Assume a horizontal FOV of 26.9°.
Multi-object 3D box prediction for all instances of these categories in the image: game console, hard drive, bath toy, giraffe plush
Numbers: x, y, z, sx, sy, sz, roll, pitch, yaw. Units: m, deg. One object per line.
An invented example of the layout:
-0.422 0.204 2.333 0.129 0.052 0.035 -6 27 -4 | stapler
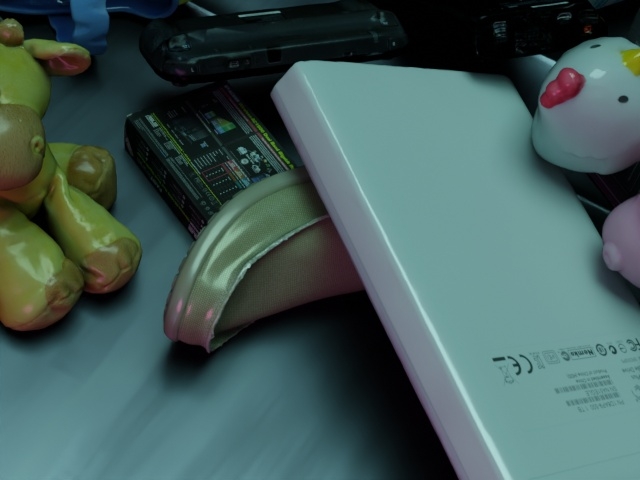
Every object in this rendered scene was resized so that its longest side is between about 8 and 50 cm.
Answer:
0.034 -0.172 1.068 0.361 0.043 0.213 -9 21 -19 | game console
0.127 0.031 0.925 0.233 0.047 0.353 -3 59 -43 | hard drive
0.256 -0.002 0.905 0.129 0.151 0.348 19 39 -62 | bath toy
-0.220 -0.063 0.910 0.181 0.170 0.210 -26 63 -28 | giraffe plush

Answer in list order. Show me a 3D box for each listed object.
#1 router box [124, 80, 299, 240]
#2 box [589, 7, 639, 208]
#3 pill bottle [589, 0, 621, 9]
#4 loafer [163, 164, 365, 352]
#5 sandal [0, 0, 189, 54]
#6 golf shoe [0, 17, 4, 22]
-0.081 -0.060 1.024 0.092 0.038 0.122 -25 63 -27 | router box
0.292 -0.081 1.003 0.056 0.231 0.183 -21 60 -22 | box
0.291 -0.298 1.209 0.264 0.146 0.146 -19 60 -19 | pill bottle
0.000 0.000 0.957 0.092 0.102 0.268 39 53 19 | loafer
-0.254 -0.246 1.076 0.317 0.126 0.138 22 56 6 | sandal
-0.323 -0.134 1.006 0.086 0.067 0.186 40 55 19 | golf shoe
